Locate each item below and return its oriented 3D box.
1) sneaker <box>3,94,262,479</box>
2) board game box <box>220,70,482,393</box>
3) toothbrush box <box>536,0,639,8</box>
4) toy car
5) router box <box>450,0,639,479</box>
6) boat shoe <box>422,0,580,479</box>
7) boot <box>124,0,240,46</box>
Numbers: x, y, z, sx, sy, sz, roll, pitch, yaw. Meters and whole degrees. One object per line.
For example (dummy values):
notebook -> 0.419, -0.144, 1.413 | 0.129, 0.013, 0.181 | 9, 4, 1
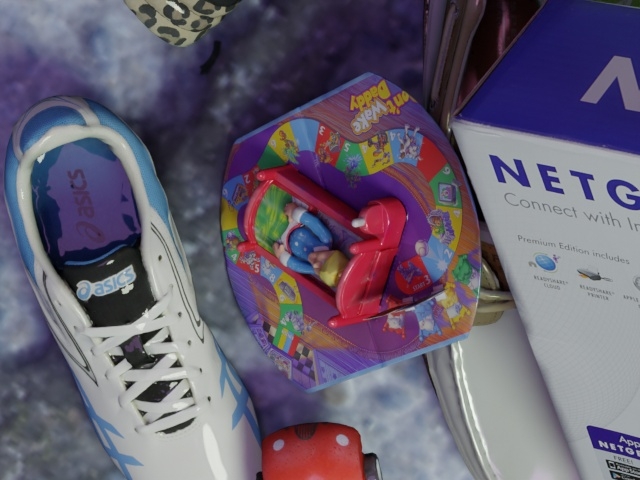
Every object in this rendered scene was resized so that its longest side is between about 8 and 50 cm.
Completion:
sneaker -> -0.095, 0.042, 0.938 | 0.085, 0.086, 0.237 | -22, 98, 5
board game box -> 0.000, 0.000, 0.901 | 0.168, 0.033, 0.133 | -23, 83, 43
toothbrush box -> 0.188, -0.242, 0.803 | 0.283, 0.122, 0.206 | -25, 77, -2
toy car -> 0.040, 0.226, 0.955 | 0.225, 0.053, 0.239 | 21, 113, -6
router box -> 0.243, 0.063, 0.749 | 0.335, 0.082, 0.301 | 14, 143, 38
boat shoe -> 0.094, -0.002, 0.908 | 0.113, 0.103, 0.302 | -8, 98, 6
boot -> -0.059, -0.221, 0.868 | 0.178, 0.085, 0.236 | -31, 85, 40
